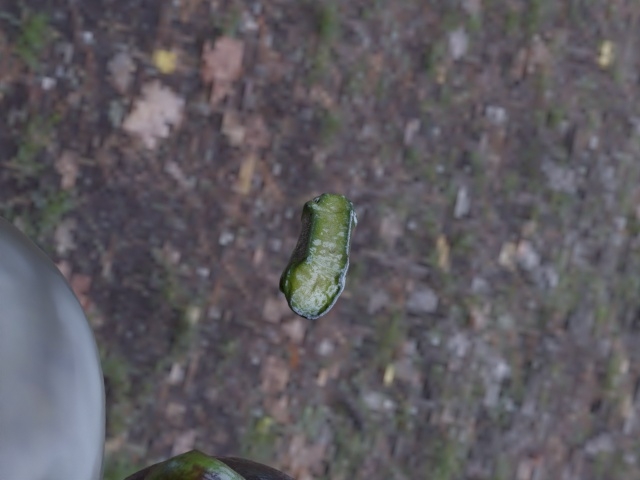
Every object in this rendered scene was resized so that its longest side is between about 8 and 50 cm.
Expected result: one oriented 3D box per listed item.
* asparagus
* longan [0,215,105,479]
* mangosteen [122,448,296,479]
[{"bbox_3d":[0.000,0.001,0.716,0.108,0.025,0.021,-76,-168,-66],"label":"asparagus"},{"bbox_3d":[-0.308,0.127,1.106,0.361,0.361,0.361,12,90,-70],"label":"longan"},{"bbox_3d":[-0.124,0.355,1.716,0.330,0.330,0.330,12,90,-70],"label":"mangosteen"}]
